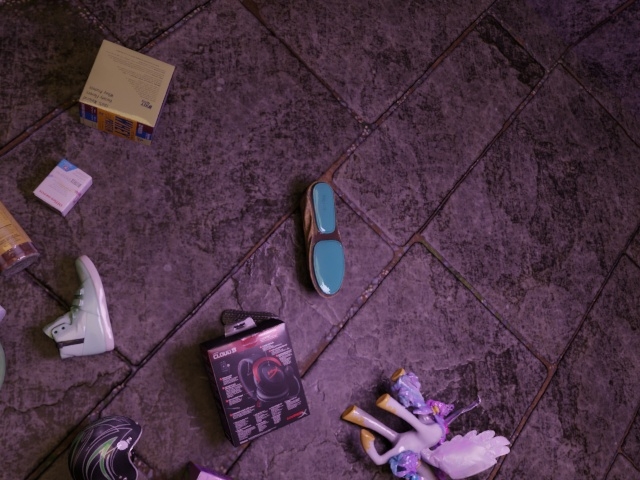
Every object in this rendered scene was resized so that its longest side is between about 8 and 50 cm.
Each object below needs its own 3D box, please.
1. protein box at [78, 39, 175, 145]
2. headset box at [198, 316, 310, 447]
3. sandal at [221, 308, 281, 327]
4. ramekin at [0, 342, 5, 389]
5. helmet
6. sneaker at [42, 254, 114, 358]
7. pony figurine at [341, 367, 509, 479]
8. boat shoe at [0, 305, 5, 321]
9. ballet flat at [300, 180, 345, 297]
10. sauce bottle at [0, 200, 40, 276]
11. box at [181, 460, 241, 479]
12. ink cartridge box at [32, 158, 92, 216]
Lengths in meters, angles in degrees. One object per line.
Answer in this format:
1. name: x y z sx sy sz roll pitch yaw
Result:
1. protein box: -0.536 -0.405 1.571 0.200 0.136 0.201 18 70 -16
2. headset box: -0.175 0.349 1.477 0.218 0.110 0.293 -18 97 -23
3. sandal: -0.188 0.230 1.585 0.179 0.040 0.067 12 66 -2
4. ramekin: -0.880 0.292 1.251 0.304 0.148 0.303 5 74 -19
5. helmet: -0.501 0.497 1.327 0.170 0.169 0.161 -9 95 -22
6. sneaker: -0.617 0.166 1.406 0.151 0.094 0.255 -12 82 -28
7. pony figurine: 0.293 0.543 1.574 0.351 0.303 0.363 -40 96 8
8. boat shoe: -0.805 0.216 1.158 0.306 0.113 0.105 -41 86 -9
9. ballet flat: 0.000 0.000 1.671 0.123 0.123 0.348 -2 80 -20
10. sauce bottle: -0.839 -0.072 1.389 0.111 0.111 0.344 -38 89 -24
11. box: -0.216 0.641 1.363 0.243 0.213 0.117 25 69 -11
12. ink cartridge box: -0.679 -0.138 1.493 0.089 0.052 0.122 35 66 -8
